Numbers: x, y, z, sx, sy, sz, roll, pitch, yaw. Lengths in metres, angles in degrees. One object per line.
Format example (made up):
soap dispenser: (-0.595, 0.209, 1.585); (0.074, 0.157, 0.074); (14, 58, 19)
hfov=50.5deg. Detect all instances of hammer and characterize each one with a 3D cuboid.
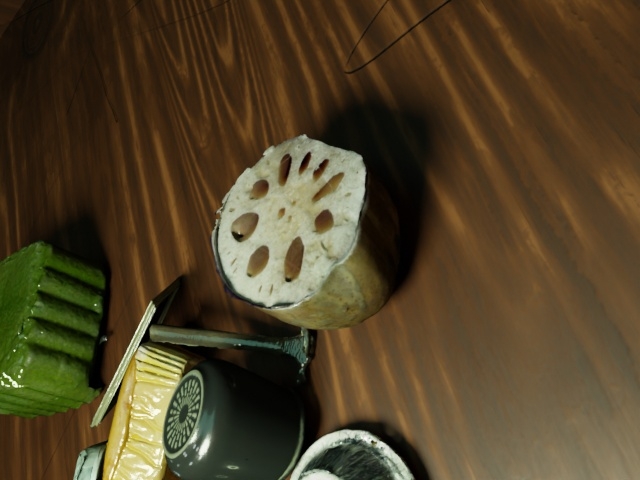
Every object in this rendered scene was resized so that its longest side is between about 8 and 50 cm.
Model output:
hammer: (-0.146, 0.158, 1.079); (0.297, 0.027, 0.125); (0, 73, 24)

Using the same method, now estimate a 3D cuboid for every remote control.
remote control: (-0.375, 0.398, 1.168); (0.247, 0.052, 0.104); (110, 165, -76)

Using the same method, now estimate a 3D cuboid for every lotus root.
lotus root: (0.000, 0.000, 0.947); (0.272, 0.192, 0.272); (-24, 51, 33)

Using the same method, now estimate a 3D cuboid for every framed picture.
framed picture: (-0.328, 0.196, 1.229); (0.252, 0.014, 0.197); (-63, 3, 8)

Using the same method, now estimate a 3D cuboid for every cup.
cup: (-0.132, 0.260, 0.991); (0.223, 0.176, 0.169); (21, 91, 62)

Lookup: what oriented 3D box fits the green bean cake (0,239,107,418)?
green bean cake: (-0.606, 0.196, 1.456); (0.335, 0.218, 0.319); (-19, 56, 32)

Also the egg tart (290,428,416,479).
egg tart: (0.026, 0.359, 0.867); (0.234, 0.094, 0.234); (-19, 61, 38)

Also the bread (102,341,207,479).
bread: (-0.274, 0.316, 1.131); (0.119, 0.152, 0.288); (9, 82, 16)
